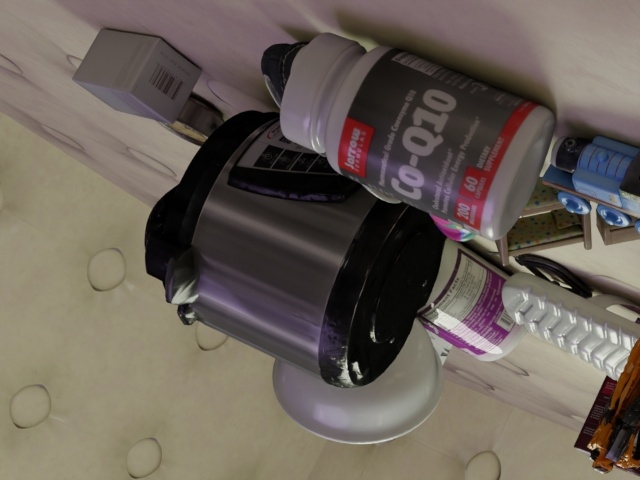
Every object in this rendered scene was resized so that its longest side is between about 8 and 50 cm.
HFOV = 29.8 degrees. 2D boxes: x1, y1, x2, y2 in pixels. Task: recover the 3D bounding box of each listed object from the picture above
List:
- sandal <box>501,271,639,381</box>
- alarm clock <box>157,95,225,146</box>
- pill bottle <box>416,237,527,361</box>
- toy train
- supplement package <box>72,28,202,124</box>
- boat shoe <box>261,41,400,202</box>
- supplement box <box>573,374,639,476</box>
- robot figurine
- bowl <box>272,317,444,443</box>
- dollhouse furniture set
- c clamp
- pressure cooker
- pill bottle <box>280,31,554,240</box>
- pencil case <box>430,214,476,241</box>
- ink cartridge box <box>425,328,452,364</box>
[{"bbox_3d":[0.497,0.150,1.985,0.416,0.102,0.169,30,152,19],"label":"sandal"},{"bbox_3d":[-0.220,-0.214,2.156,0.192,0.064,0.129,24,170,37],"label":"alarm clock"},{"bbox_3d":[0.227,0.084,2.174,0.302,0.169,0.169,32,170,-23],"label":"pill bottle"},{"bbox_3d":[0.333,-0.065,1.330,0.184,0.080,0.105,25,162,32],"label":"toy train"},{"bbox_3d":[-0.299,-0.268,1.953,0.179,0.105,0.105,18,168,46],"label":"supplement package"},{"bbox_3d":[0.032,-0.160,1.597,0.091,0.114,0.302,18,155,44],"label":"boat shoe"},{"bbox_3d":[0.549,0.279,2.082,0.073,0.239,0.130,32,171,-26],"label":"supplement box"},{"bbox_3d":[0.480,0.212,1.748,0.085,0.291,0.211,26,172,9],"label":"robot figurine"},{"bbox_3d":[0.065,0.188,2.037,0.298,0.298,0.134,24,137,24],"label":"bowl"},{"bbox_3d":[0.294,-0.073,1.489,0.182,0.161,0.101,-11,129,2],"label":"dollhouse furniture set"},{"bbox_3d":[0.383,0.056,2.041,0.161,0.022,0.137,34,164,-30],"label":"c clamp"},{"bbox_3d":[-0.053,-0.001,1.874,0.421,0.375,0.370,23,173,23],"label":"pressure cooker"},{"bbox_3d":[0.106,-0.125,1.370,0.283,0.161,0.161,24,170,18],"label":"pill bottle"},{"bbox_3d":[0.177,-0.077,1.647,0.104,0.104,0.236,24,172,24],"label":"pencil case"},{"bbox_3d":[0.158,0.143,2.320,0.211,0.289,0.122,34,169,-34],"label":"ink cartridge box"}]
